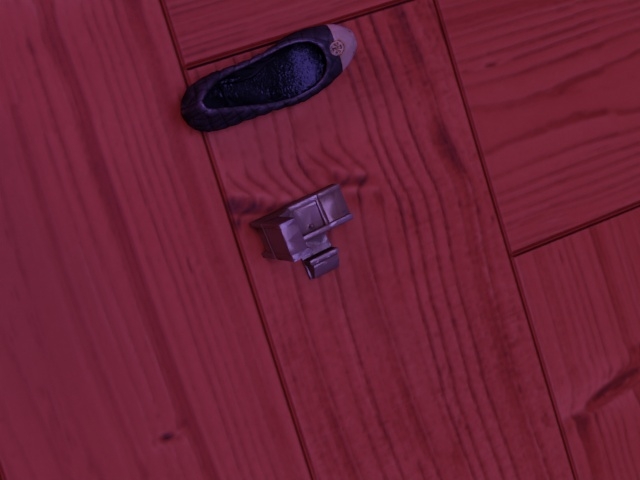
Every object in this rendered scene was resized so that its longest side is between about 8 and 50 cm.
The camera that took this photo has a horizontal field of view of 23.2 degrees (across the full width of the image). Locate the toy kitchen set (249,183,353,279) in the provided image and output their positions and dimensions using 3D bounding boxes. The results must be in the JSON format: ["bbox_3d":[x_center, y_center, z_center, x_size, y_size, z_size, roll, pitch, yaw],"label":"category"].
[{"bbox_3d":[0.000,0.000,1.305,0.083,0.075,0.068,-26,101,-19],"label":"toy kitchen set"}]

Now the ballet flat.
[{"bbox_3d":[-0.038,-0.134,1.303,0.173,0.049,0.057,-29,102,-23],"label":"ballet flat"}]
